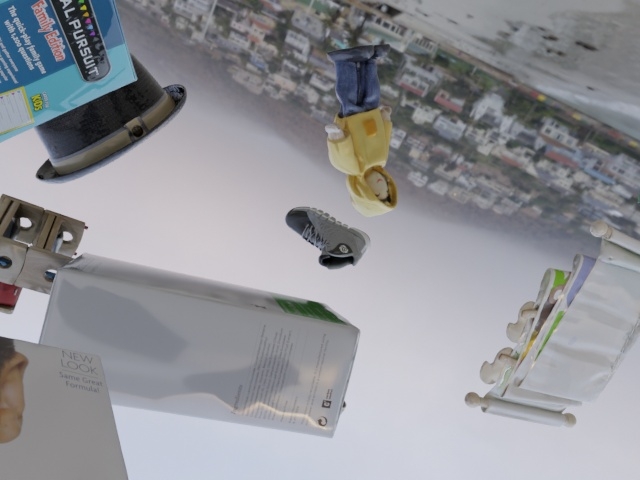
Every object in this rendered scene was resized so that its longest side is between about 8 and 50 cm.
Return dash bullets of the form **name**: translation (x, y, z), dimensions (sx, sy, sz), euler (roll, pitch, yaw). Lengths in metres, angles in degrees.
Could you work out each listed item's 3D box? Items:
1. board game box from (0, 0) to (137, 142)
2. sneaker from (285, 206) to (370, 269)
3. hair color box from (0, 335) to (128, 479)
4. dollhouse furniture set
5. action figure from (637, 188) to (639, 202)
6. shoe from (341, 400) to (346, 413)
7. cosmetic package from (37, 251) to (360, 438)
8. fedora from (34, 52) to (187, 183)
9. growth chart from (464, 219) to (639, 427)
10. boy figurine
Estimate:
- **board game box**: translation (-0.356, -0.177, 0.520), dimensions (0.336, 0.253, 0.079), euler (-32, -101, -18)
- **sneaker**: translation (0.000, 0.000, 1.393), dimensions (0.229, 0.086, 0.132), euler (20, -138, 12)
- **hair color box**: translation (-0.186, 0.182, 0.268), dimensions (0.185, 0.110, 0.339), euler (24, -166, -39)
- **dollhouse furniture set**: translation (-0.448, 0.055, 0.850), dimensions (0.129, 0.183, 0.129), euler (22, -159, -24)
- **action figure**: translation (0.553, -0.123, 0.765), dimensions (0.063, 0.137, 0.232), euler (45, 160, 7)
- **shoe**: translation (-0.039, 0.331, 1.220), dimensions (0.219, 0.058, 0.076), euler (29, -143, -26)
- **cosmetic package**: translation (-0.159, 0.135, 0.757), dimensions (0.366, 0.155, 0.197), euler (15, -179, -16)
- **fedora**: translation (-0.431, -0.256, 1.095), dimensions (0.152, 0.334, 0.334), euler (62, -177, -30)
- **growth chart**: translation (0.261, 0.094, 0.580), dimensions (0.172, 0.237, 0.021), euler (26, -168, -23)
- **boy figurine**: translation (0.069, -0.175, 0.952), dimensions (0.092, 0.284, 0.177), euler (3, -165, 37)
